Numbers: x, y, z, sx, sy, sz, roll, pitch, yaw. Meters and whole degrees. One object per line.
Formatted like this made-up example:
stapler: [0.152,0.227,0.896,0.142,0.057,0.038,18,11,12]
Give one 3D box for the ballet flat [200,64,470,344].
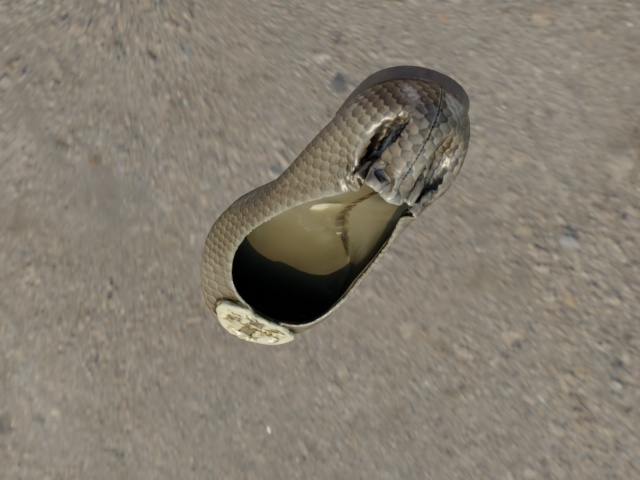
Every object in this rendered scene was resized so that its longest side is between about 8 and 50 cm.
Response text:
ballet flat: [0.000,0.000,0.749,0.084,0.250,0.058,21,56,-18]
